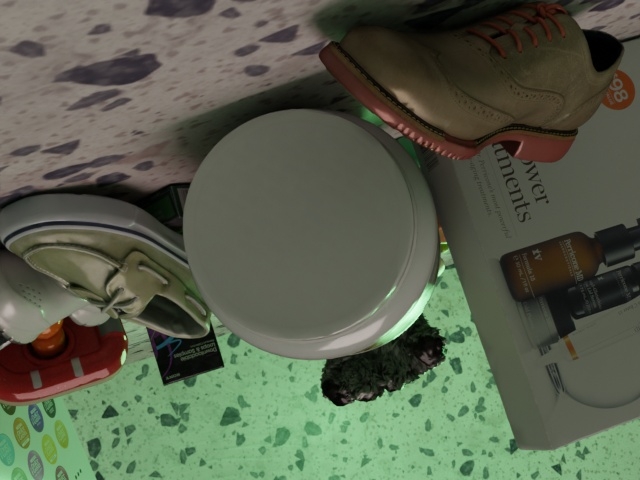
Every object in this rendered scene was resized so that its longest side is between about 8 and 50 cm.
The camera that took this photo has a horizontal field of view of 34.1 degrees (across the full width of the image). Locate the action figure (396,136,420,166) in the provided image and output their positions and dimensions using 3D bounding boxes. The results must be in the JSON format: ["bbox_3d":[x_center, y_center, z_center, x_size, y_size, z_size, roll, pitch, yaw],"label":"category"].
[{"bbox_3d":[0.014,-0.026,1.237,0.232,0.137,0.063,-27,-147,-19],"label":"action figure"}]

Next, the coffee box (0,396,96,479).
[{"bbox_3d":[-0.606,0.383,1.681,0.338,0.334,0.337,-18,-171,7],"label":"coffee box"}]

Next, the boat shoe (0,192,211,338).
[{"bbox_3d":[-0.196,0.031,1.058,0.109,0.094,0.302,-21,156,26],"label":"boat shoe"}]

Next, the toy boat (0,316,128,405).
[{"bbox_3d":[-0.405,0.142,1.540,0.231,0.151,0.151,-17,142,-16],"label":"toy boat"}]

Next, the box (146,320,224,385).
[{"bbox_3d":[-0.251,0.169,1.891,0.116,0.162,0.029,-17,172,-11],"label":"box"}]

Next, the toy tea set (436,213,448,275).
[{"bbox_3d":[0.107,-0.002,1.861,0.336,0.124,0.200,-16,144,10],"label":"toy tea set"}]

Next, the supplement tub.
[{"bbox_3d":[0.000,0.000,1.006,0.228,0.228,0.316,-19,173,6],"label":"supplement tub"}]

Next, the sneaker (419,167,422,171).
[{"bbox_3d":[0.064,-0.045,1.348,0.191,0.071,0.083,-10,135,-14],"label":"sneaker"}]

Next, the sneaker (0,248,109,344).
[{"bbox_3d":[-0.277,0.032,1.154,0.129,0.111,0.297,-34,175,15],"label":"sneaker"}]

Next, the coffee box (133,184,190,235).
[{"bbox_3d":[-0.140,-0.028,1.183,0.113,0.040,0.184,-23,171,32],"label":"coffee box"}]

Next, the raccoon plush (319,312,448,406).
[{"bbox_3d":[0.044,0.086,1.737,0.216,0.299,0.446,-26,-176,0],"label":"raccoon plush"}]

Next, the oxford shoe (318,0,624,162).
[{"bbox_3d":[0.132,-0.147,0.837,0.348,0.123,0.130,-6,139,-54],"label":"oxford shoe"}]

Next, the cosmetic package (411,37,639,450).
[{"bbox_3d":[0.288,-0.003,1.104,0.284,0.377,0.097,-17,173,-15],"label":"cosmetic package"}]

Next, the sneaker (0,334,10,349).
[{"bbox_3d":[-0.406,0.082,1.100,0.269,0.101,0.153,-8,170,-44],"label":"sneaker"}]
